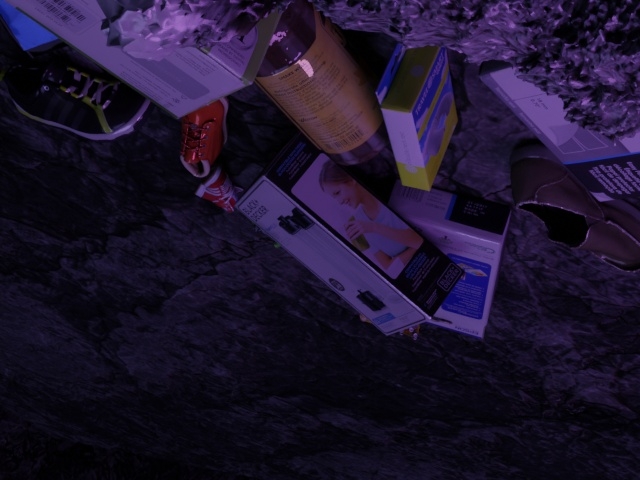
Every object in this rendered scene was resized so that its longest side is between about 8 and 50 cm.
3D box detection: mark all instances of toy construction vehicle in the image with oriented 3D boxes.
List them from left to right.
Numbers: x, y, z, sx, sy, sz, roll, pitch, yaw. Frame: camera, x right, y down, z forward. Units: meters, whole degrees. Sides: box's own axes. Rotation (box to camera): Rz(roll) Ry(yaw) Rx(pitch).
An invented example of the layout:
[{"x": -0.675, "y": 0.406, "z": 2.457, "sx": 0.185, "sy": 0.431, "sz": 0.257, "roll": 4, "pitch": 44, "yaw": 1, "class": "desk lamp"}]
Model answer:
[{"x": 0.110, "y": 0.119, "z": 1.731, "sx": 0.098, "sy": 0.035, "sz": 0.086, "roll": 18, "pitch": 166, "yaw": 12, "class": "toy construction vehicle"}]

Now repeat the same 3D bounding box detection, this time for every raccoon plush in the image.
[{"x": 0.092, "y": -0.153, "z": 0.852, "sx": 0.299, "sy": 0.446, "sz": 0.216, "roll": 57, "pitch": 170, "yaw": 0, "class": "raccoon plush"}]

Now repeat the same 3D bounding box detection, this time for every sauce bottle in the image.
[{"x": -0.036, "y": -0.212, "z": 1.192, "sx": 0.111, "sy": 0.111, "sz": 0.344, "roll": 1, "pitch": 152, "yaw": 35, "class": "sauce bottle"}]

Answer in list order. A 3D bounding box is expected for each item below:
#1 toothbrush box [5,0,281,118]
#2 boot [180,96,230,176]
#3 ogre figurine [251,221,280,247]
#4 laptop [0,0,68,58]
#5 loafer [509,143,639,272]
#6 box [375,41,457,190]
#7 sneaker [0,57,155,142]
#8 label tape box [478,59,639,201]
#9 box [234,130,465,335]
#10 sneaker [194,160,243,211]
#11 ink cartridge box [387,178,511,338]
[{"x": -0.119, "y": -0.280, "z": 0.917, "sx": 0.206, "sy": 0.283, "sz": 0.122, "roll": 33, "pitch": 153, "yaw": -29, "class": "toothbrush box"}, {"x": -0.158, "y": -0.147, "z": 1.461, "sx": 0.059, "sy": 0.084, "sz": 0.158, "roll": 15, "pitch": 154, "yaw": 13, "class": "boot"}, {"x": 0.000, "y": 0.000, "z": 1.646, "sx": 0.197, "sy": 0.097, "sz": 0.118, "roll": 41, "pitch": 169, "yaw": -10, "class": "ogre figurine"}, {"x": -0.274, "y": -0.285, "z": 1.089, "sx": 0.234, "sy": 0.136, "sz": 0.264, "roll": -17, "pitch": -179, "yaw": 14, "class": "laptop"}, {"x": 0.317, "y": -0.020, "z": 1.367, "sx": 0.251, "sy": 0.087, "sz": 0.094, "roll": 32, "pitch": 152, "yaw": -26, "class": "loafer"}, {"x": 0.110, "y": -0.148, "z": 1.230, "sx": 0.042, "sy": 0.109, "sz": 0.178, "roll": 14, "pitch": 155, "yaw": 21, "class": "box"}, {"x": -0.336, "y": -0.195, "z": 1.490, "sx": 0.235, "sy": 0.084, "sz": 0.097, "roll": 7, "pitch": 151, "yaw": 25, "class": "sneaker"}, {"x": 0.354, "y": -0.157, "z": 1.038, "sx": 0.334, "sy": 0.106, "sz": 0.241, "roll": -8, "pitch": 145, "yaw": 45, "class": "label tape box"}, {"x": 0.034, "y": -0.004, "z": 1.498, "sx": 0.290, "sy": 0.087, "sz": 0.169, "roll": 41, "pitch": 159, "yaw": -7, "class": "box"}, {"x": -0.142, "y": -0.079, "z": 1.637, "sx": 0.067, "sy": 0.042, "sz": 0.118, "roll": 28, "pitch": 162, "yaw": -10, "class": "sneaker"}, {"x": 0.178, "y": 0.034, "z": 1.612, "sx": 0.165, "sy": 0.065, "sz": 0.332, "roll": 16, "pitch": 154, "yaw": 10, "class": "ink cartridge box"}]
